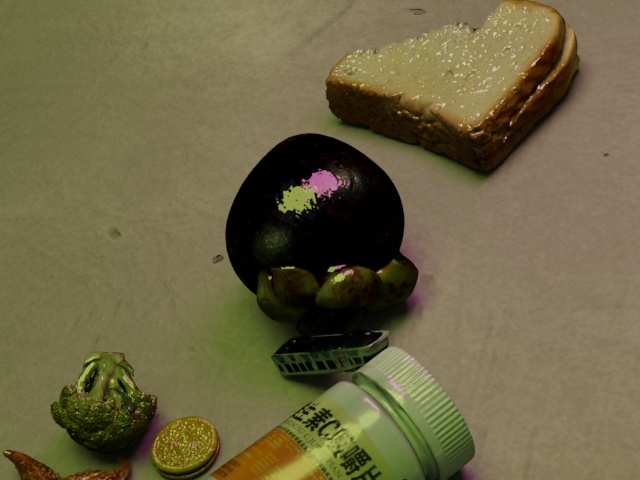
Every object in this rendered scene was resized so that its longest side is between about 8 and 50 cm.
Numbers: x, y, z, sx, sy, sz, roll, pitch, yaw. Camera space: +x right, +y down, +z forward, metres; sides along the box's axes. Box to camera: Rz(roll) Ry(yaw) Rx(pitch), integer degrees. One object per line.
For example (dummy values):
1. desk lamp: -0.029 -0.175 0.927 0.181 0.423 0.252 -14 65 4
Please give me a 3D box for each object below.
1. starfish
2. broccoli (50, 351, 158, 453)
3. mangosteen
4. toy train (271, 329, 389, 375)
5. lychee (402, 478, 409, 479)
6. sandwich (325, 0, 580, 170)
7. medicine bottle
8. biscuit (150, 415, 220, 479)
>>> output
1. starfish: -0.313 0.295 1.997 0.227 0.043 0.240 26 35 37
2. broccoli: -0.253 0.192 2.075 0.130 0.131 0.120 1 84 23
3. mangosteen: 0.000 0.000 2.121 0.243 0.243 0.243 -11 43 10
4. toy train: 0.015 0.129 2.025 0.043 0.047 0.207 -36 12 -30
5. lychee: 0.096 0.359 1.685 0.236 0.236 0.271 -24 47 -5
6. sandwich: 0.183 -0.228 2.362 0.288 0.099 0.254 21 62 36
7. medicine bottle: -0.004 0.264 1.876 0.318 0.158 0.158 -35 44 -15
8. biscuit: -0.158 0.243 2.056 0.084 0.023 0.084 -10 42 9
